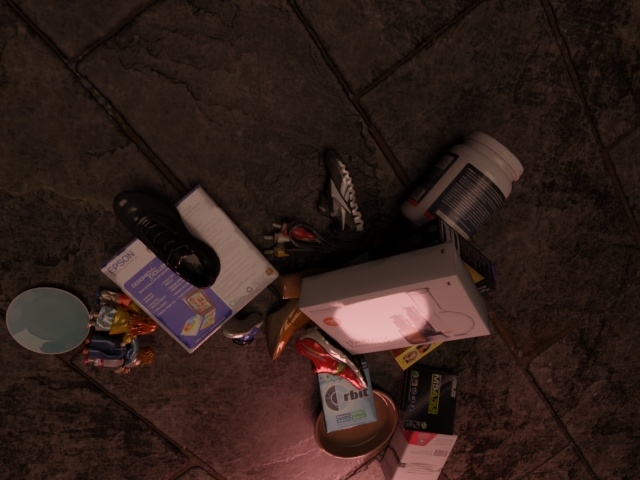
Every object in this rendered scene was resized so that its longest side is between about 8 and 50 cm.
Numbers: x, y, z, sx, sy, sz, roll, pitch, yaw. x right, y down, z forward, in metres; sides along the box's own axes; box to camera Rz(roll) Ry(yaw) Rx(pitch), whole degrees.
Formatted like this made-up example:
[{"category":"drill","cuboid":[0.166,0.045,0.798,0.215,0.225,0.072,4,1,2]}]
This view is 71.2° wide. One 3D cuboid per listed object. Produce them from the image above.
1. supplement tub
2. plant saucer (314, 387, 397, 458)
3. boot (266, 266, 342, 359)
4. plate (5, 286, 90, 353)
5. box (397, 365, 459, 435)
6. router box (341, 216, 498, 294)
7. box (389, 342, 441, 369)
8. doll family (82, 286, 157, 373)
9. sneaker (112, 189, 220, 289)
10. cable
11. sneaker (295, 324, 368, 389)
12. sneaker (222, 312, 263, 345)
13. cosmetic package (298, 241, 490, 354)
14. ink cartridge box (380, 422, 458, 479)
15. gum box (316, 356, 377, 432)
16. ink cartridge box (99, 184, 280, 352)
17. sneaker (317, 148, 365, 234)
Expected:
[{"category":"supplement tub","cuboid":[0.356,-0.121,1.142,0.191,0.191,0.272,37,99,-23]},{"category":"plant saucer","cuboid":[0.111,0.577,1.428,0.277,0.041,0.278,-5,111,-12]},{"category":"boot","cuboid":[-0.029,0.202,1.226,0.211,0.104,0.295,-2,123,-26]},{"category":"plate","cuboid":[-0.670,0.196,1.109,0.187,0.024,0.188,-4,110,-11]},{"category":"box","cuboid":[0.342,0.504,1.409,0.184,0.045,0.191,14,77,-16]},{"category":"router box","cuboid":[0.242,0.090,1.126,0.242,0.081,0.308,33,137,-30]},{"category":"box","cuboid":[0.316,0.284,1.343,0.232,0.087,0.058,-36,112,3]},{"category":"doll family","cuboid":[-0.494,0.247,1.117,0.163,0.118,0.263,13,106,-18]},{"category":"sneaker","cuboid":[-0.329,-0.001,0.980,0.286,0.130,0.109,43,89,-19]},{"category":"cable","cuboid":[0.000,0.000,1.170,0.286,0.072,0.140,3,134,-22]},{"category":"sneaker","cuboid":[0.031,0.335,1.249,0.118,0.107,0.279,-35,119,12]},{"category":"sneaker","cuboid":[-0.215,0.250,1.182,0.058,0.152,0.085,34,108,16]},{"category":"cosmetic package","cuboid":[0.180,0.158,1.078,0.376,0.098,0.284,-16,135,27]},{"category":"ink cartridge box","cuboid":[0.324,0.704,1.492,0.171,0.100,0.238,14,105,-18]},{"category":"gum box","cuboid":[0.077,0.458,1.334,0.156,0.041,0.185,-9,85,-9]},{"category":"ink cartridge box","cuboid":[-0.310,0.071,1.105,0.303,0.072,0.307,-41,108,-4]},{"category":"sneaker","cuboid":[0.036,-0.110,1.132,0.106,0.078,0.235,-22,116,-7]}]
